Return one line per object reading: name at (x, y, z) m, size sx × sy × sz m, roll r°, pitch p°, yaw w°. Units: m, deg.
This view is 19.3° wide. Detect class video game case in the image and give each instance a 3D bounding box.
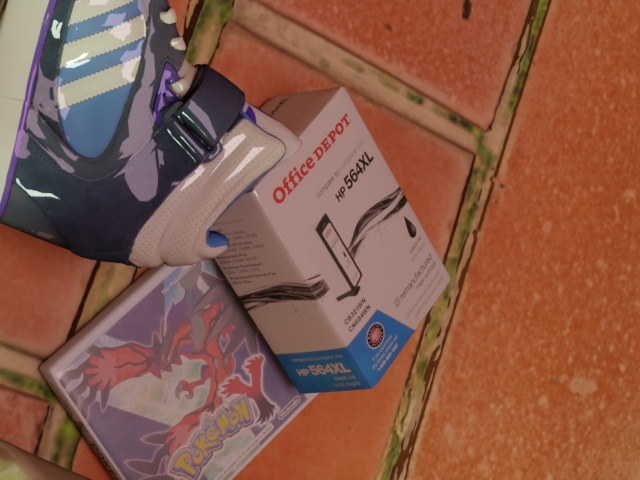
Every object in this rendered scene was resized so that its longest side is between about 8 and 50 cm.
video game case at (-0.103, 0.108, 1.502) m, size 0.201 × 0.023 × 0.183 m, roll -43°, pitch 117°, yaw -27°

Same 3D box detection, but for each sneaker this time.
sneaker at (-0.118, -0.139, 1.371) m, size 0.236 × 0.130 × 0.322 m, roll 14°, pitch 93°, yaw -17°

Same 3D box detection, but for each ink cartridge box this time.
ink cartridge box at (0.000, 0.000, 1.517) m, size 0.148 × 0.086 × 0.203 m, roll -52°, pitch 122°, yaw -38°

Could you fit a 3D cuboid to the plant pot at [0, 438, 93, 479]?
plant pot at (-0.177, 0.283, 1.230) m, size 0.305 × 0.334 × 0.333 m, roll 43°, pitch 68°, yaw -43°
